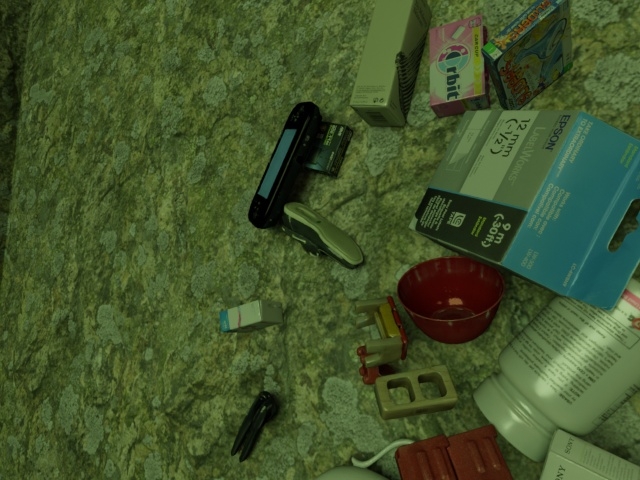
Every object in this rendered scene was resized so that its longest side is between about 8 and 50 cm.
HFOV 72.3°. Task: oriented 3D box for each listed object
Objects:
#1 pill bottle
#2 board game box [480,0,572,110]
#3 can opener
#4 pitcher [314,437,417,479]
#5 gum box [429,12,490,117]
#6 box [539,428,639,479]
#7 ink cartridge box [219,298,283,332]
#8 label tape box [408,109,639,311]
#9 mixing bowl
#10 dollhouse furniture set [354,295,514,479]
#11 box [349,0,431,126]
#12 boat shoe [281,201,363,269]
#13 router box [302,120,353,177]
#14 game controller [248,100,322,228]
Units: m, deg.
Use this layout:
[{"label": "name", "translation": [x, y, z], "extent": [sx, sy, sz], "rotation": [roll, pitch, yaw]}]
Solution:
[{"label": "pill bottle", "translation": [0.378, 0.183, 0.660], "extent": [0.283, 0.160, 0.160], "rotation": [-51, 59, 11]}, {"label": "board game box", "translation": [0.363, -0.315, 0.759], "extent": [0.136, 0.201, 0.035], "rotation": [-40, 62, 18]}, {"label": "can opener", "translation": [-0.157, 0.422, 0.993], "extent": [0.059, 0.073, 0.186], "rotation": [37, 108, 24]}, {"label": "pitcher", "translation": [0.093, 0.459, 0.807], "extent": [0.207, 0.125, 0.177], "rotation": [-7, 55, 19]}, {"label": "gum box", "translation": [0.285, -0.360, 0.899], "extent": [0.107, 0.062, 0.188], "rotation": [-4, 77, 30]}, {"label": "box", "translation": [0.425, 0.410, 0.532], "extent": [0.322, 0.058, 0.232], "rotation": [19, 116, 36]}, {"label": "ink cartridge box", "translation": [-0.162, 0.180, 1.031], "extent": [0.122, 0.088, 0.052], "rotation": [-21, 68, 26]}, {"label": "label tape box", "translation": [0.326, -0.073, 0.694], "extent": [0.249, 0.115, 0.348], "rotation": [-64, 27, 3]}, {"label": "mixing bowl", "translation": [0.234, 0.117, 0.779], "extent": [0.181, 0.181, 0.098], "rotation": [2, 124, 32]}, {"label": "dollhouse furniture set", "translation": [0.170, 0.294, 0.738], "extent": [0.152, 0.201, 0.374], "rotation": [-8, 46, -5]}, {"label": "box", "translation": [0.156, -0.398, 0.959], "extent": [0.094, 0.113, 0.275], "rotation": [12, 87, 32]}, {"label": "boat shoe", "translation": [0.000, 0.000, 0.991], "extent": [0.233, 0.084, 0.079], "rotation": [36, 120, 29]}, {"label": "router box", "translation": [0.014, -0.219, 1.046], "extent": [0.092, 0.038, 0.122], "rotation": [20, 89, 33]}, {"label": "game controller", "translation": [-0.095, -0.182, 1.056], "extent": [0.166, 0.067, 0.319], "rotation": [32, 98, 57]}]
